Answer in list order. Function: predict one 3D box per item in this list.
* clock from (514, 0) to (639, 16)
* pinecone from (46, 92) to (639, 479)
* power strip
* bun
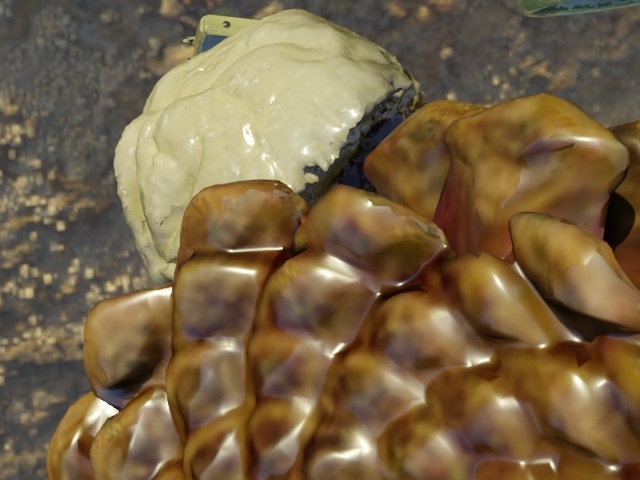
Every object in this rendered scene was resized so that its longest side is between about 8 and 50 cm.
[{"bbox_3d":[0.295,-0.276,1.109,0.348,0.117,0.286,-10,-176,-7],"label":"clock"},{"bbox_3d":[0.097,0.124,0.514,0.384,0.384,0.384,-10,144,-8],"label":"pinecone"},{"bbox_3d":[-0.063,-0.208,1.350,0.169,0.028,0.076,4,157,-11],"label":"power strip"},{"bbox_3d":[-0.007,-0.005,0.815,0.205,0.281,0.281,-41,143,-6],"label":"bun"}]
